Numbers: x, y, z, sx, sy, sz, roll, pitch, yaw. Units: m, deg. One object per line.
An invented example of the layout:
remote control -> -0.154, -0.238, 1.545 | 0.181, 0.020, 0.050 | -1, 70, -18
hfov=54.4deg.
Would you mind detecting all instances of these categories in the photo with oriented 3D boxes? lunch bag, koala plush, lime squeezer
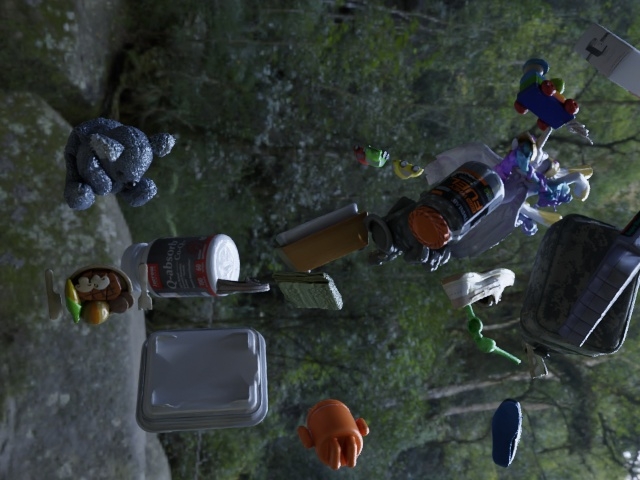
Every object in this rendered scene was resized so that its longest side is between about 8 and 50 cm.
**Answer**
lunch bag -> 0.582, 0.113, 1.446 | 0.256, 0.212, 0.305 | 97, 14, -76
koala plush -> -0.430, -0.181, 1.320 | 0.221, 0.196, 0.203 | -10, -91, 51
lime squeezer -> 0.521, 0.283, 1.981 | 0.310, 0.110, 0.059 | 55, -28, 6

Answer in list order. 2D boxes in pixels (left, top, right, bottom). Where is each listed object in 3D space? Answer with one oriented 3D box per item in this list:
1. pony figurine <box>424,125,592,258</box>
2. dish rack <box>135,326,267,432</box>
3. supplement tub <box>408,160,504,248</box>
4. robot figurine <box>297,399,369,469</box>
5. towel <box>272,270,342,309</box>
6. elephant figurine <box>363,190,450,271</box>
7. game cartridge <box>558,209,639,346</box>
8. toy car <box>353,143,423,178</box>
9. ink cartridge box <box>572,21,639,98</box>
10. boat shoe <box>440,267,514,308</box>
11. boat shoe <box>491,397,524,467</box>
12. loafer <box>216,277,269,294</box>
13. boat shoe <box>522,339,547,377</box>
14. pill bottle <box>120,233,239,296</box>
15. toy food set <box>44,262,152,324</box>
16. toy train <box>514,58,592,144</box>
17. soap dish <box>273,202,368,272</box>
pony figurine -> 0.466, -0.124, 1.521 | 0.351, 0.363, 0.303 | -34, -124, 32
dish rack -> -0.307, 0.343, 1.618 | 0.072, 0.332, 0.286 | 98, -12, -51
supplement tub -> 0.274, -0.070, 1.266 | 0.117, 0.190, 0.117 | 37, -31, 27
robot figurine -> 0.037, 0.508, 1.651 | 0.128, 0.158, 0.219 | 50, 2, -24
towel -> -0.019, 0.091, 1.143 | 0.148, 0.110, 0.027 | 63, 34, -59
elephant figurine -> 0.179, -0.020, 1.472 | 0.239, 0.169, 0.186 | 15, -93, 45
game cartridge -> 0.575, 0.015, 1.143 | 0.068, 0.355, 0.230 | 34, -34, 28
toy car -> 0.179, -0.242, 1.881 | 0.053, 0.239, 0.225 | -70, 161, 6
ink cartridge box -> 0.783, -0.467, 1.625 | 0.092, 0.158, 0.218 | -55, -156, 30
boat shoe -> 0.448, 0.139, 1.730 | 0.109, 0.302, 0.098 | -28, -109, 41
boat shoe -> 0.623, 0.634, 2.096 | 0.109, 0.089, 0.258 | 22, -62, 30
loafer -> -0.181, 0.103, 1.451 | 0.045, 0.125, 0.039 | 170, -84, -74
boat shoe -> 0.593, 0.319, 1.759 | 0.153, 0.048, 0.056 | -99, 162, -46
pill bottle -> -0.481, 0.090, 2.133 | 0.210, 0.363, 0.210 | -3, 90, -72
toy food set -> -0.425, 0.105, 1.196 | 0.038, 0.192, 0.132 | -120, -150, -54
toy train -> 0.616, -0.359, 1.618 | 0.105, 0.248, 0.143 | -34, -145, 48
soap dish -> 0.000, 0.000, 1.632 | 0.291, 0.229, 0.118 | 174, -107, -82
